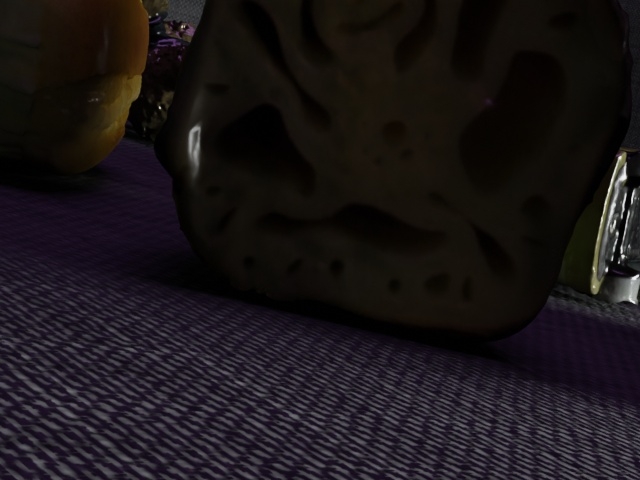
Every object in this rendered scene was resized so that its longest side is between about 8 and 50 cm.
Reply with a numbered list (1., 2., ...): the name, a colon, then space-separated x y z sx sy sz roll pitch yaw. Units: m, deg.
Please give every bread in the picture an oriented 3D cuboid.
1. bread: -0.162 -0.112 0.858 0.106 0.140 0.236 11 8 -4

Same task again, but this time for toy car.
1. toy car: 0.196 -0.021 1.005 0.124 0.101 0.256 13 7 27

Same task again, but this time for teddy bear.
1. teddy bear: -0.120 -0.139 1.247 0.129 0.182 0.251 -33 36 -28

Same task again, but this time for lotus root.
1. lotus root: 0.029 -0.070 0.672 0.188 0.199 0.180 20 11 -9

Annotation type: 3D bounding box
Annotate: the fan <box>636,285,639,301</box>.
1. fan: 0.278 0.033 1.135 0.190 0.009 0.329 14 10 10
